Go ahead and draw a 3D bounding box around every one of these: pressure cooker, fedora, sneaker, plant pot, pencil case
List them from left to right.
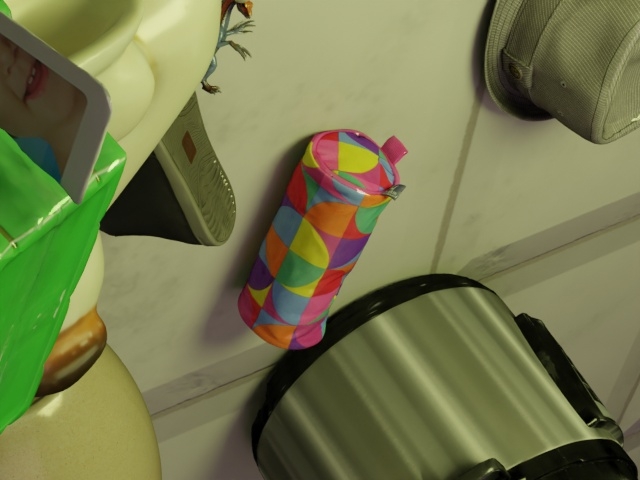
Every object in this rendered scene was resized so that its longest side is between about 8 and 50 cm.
[{"bbox_3d":[-0.268,0.151,1.182,0.284,0.284,0.191,-20,144,-25],"label":"plant pot"},{"bbox_3d":[-0.159,-0.081,1.178,0.118,0.083,0.222,-2,128,23],"label":"sneaker"},{"bbox_3d":[0.000,0.000,1.422,0.104,0.104,0.236,-7,140,-39],"label":"pencil case"},{"bbox_3d":[0.163,0.297,1.663,0.370,0.420,0.375,-4,136,-40],"label":"pressure cooker"},{"bbox_3d":[0.286,-0.195,1.414,0.243,0.124,0.275,-24,147,-20],"label":"fedora"}]

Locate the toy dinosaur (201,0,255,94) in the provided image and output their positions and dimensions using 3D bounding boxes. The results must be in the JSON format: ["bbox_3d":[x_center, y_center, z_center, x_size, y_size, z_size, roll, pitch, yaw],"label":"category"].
[{"bbox_3d":[-0.087,-0.162,1.180,0.090,0.047,0.082,-3,118,-27],"label":"toy dinosaur"}]

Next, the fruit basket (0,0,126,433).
[{"bbox_3d":[-0.281,-0.037,0.659,0.327,0.353,0.165,-61,178,39],"label":"fruit basket"}]

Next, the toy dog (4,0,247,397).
[{"bbox_3d":[-0.238,-0.070,0.982,0.395,0.284,0.408,-35,157,-44],"label":"toy dog"}]
